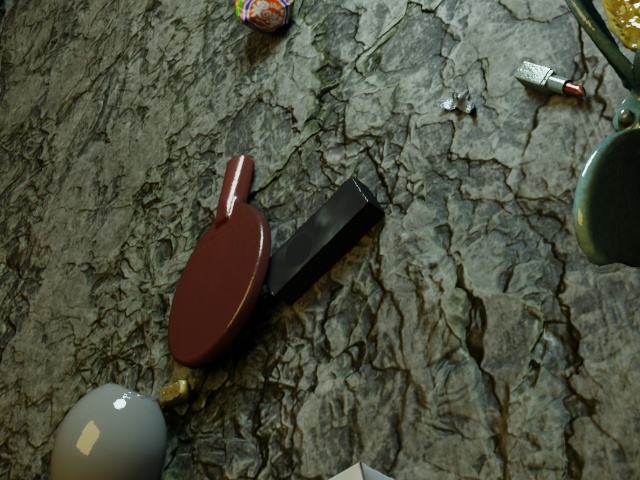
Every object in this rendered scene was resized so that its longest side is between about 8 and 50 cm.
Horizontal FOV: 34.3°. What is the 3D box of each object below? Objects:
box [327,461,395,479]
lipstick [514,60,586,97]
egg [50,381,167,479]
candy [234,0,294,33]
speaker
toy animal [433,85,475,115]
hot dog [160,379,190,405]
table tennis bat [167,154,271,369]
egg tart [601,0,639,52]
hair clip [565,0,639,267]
[{"bbox_3d":[0.030,0.435,1.268,0.194,0.111,0.260,-34,46,24],"label":"box"},{"bbox_3d":[0.336,-0.226,1.489,0.030,0.030,0.129,-55,40,-1],"label":"lipstick"},{"bbox_3d":[-0.339,0.346,1.647,0.176,0.176,0.232,2,66,45],"label":"egg"},{"bbox_3d":[-0.133,-0.542,2.131,0.124,0.124,0.365,-41,35,17],"label":"candy"},{"bbox_3d":[0.000,0.000,1.655,0.218,0.044,0.082,-44,40,13],"label":"speaker"},{"bbox_3d":[0.214,-0.220,1.608,0.084,0.028,0.050,28,93,50],"label":"toy animal"},{"bbox_3d":[-0.235,0.254,1.721,0.090,0.034,0.030,-30,52,54],"label":"hot dog"},{"bbox_3d":[-0.169,0.028,1.779,0.268,0.051,0.415,-31,40,42],"label":"table tennis bat"},{"bbox_3d":[0.520,-0.351,1.320,0.341,0.129,0.341,-24,50,32],"label":"egg tart"},{"bbox_3d":[0.431,-0.123,1.104,0.238,0.318,0.392,-21,48,33],"label":"hair clip"}]
